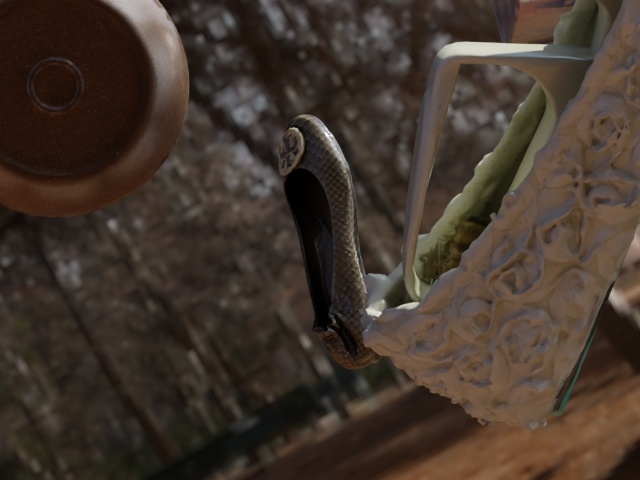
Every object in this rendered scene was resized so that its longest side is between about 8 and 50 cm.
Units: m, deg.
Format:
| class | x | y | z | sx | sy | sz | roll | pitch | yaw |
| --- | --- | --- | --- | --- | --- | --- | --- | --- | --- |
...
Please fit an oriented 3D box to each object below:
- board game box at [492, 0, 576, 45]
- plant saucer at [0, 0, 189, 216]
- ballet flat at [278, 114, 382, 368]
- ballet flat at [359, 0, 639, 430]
| class | x | y | z | sx | sy | sz | roll | pitch | yaw |
| --- | --- | --- | --- | --- | --- | --- | --- | --- | --- |
| board game box | 0.272 | -0.195 | 1.239 | 0.318 | 0.066 | 0.318 | -11 | -1 | 5 |
| plant saucer | -0.195 | -0.114 | 1.408 | 0.198 | 0.198 | 0.036 | -29 | 9 | -4 |
| ballet flat | 0.000 | 0.000 | 1.754 | 0.058 | 0.250 | 0.084 | -6 | -18 | -26 |
| ballet flat | 0.130 | -0.090 | 0.930 | 0.147 | 0.147 | 0.409 | -18 | -45 | -63 |
